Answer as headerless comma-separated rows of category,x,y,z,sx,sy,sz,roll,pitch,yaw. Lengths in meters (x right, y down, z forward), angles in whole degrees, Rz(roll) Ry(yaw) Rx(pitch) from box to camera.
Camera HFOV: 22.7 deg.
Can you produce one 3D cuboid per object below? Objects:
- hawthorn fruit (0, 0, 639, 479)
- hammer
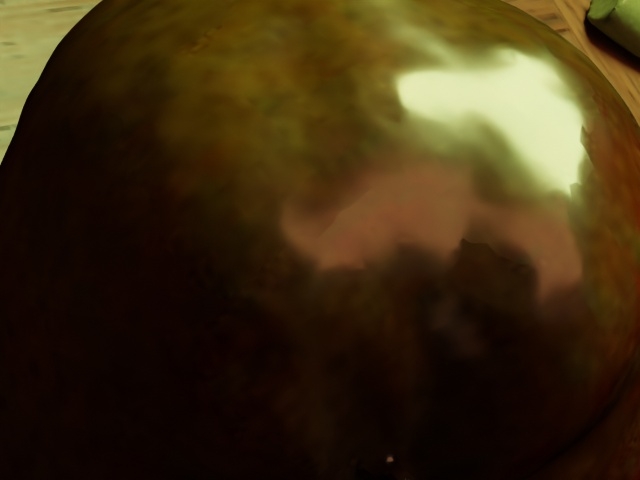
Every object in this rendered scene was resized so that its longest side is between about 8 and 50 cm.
hawthorn fruit,0.000,0.000,0.487,0.208,0.208,0.248,25,31,-25
hammer,0.174,-0.170,0.878,0.060,0.028,0.195,32,42,-26
